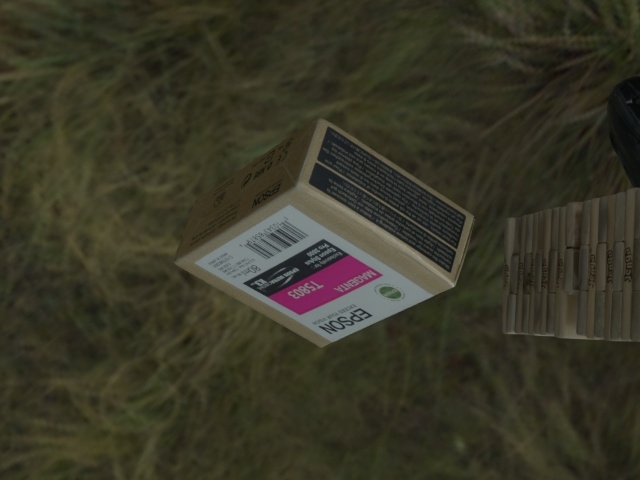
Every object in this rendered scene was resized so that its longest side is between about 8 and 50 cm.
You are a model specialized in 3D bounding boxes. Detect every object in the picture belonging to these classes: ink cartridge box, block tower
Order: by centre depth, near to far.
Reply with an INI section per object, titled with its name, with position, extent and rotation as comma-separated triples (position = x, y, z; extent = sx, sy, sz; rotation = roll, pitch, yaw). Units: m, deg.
[block tower]
position = 0.203, 0.021, 0.959
extent = 0.097, 0.335, 0.091
rotation = 4, 87, -9
[ink cartridge box]
position = 0.000, 0.000, 1.448
extent = 0.193, 0.088, 0.234
rotation = 32, 146, -21

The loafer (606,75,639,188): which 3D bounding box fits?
[loafer]
position = 0.325, -0.049, 1.343
extent = 0.076, 0.078, 0.223
rotation = -18, 61, -12
